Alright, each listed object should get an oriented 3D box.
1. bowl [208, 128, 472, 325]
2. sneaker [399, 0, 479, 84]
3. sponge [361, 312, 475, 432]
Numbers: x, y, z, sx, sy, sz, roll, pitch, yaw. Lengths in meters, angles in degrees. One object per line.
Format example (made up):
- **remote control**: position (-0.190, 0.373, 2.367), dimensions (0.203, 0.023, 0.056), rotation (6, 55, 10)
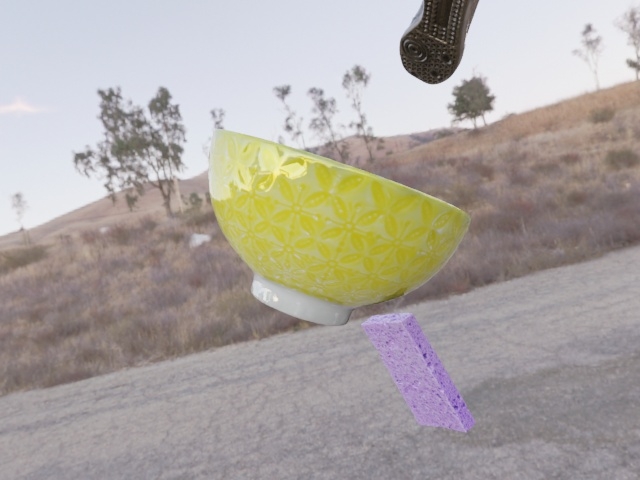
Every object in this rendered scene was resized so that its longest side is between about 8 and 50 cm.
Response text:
- **bowl**: position (0.000, 0.000, 0.566), dimensions (0.289, 0.156, 0.289), rotation (19, 5, -2)
- **sneaker**: position (0.127, -0.221, 0.488), dimensions (0.071, 0.066, 0.188), rotation (-53, -7, -12)
- **sponge**: position (0.156, 0.214, 0.836), dimensions (0.031, 0.210, 0.117), rotation (-34, 7, -30)
